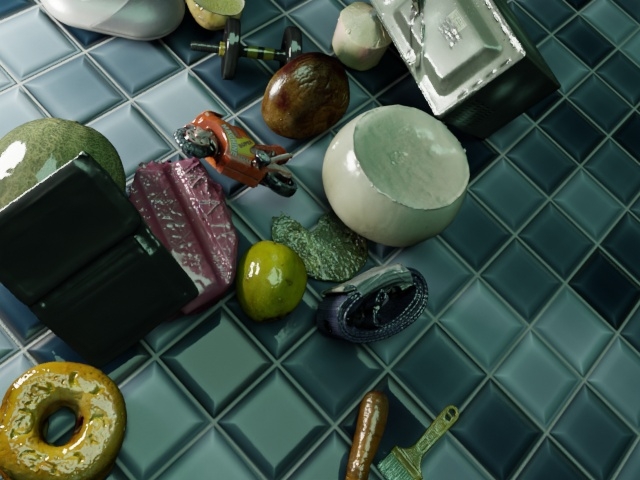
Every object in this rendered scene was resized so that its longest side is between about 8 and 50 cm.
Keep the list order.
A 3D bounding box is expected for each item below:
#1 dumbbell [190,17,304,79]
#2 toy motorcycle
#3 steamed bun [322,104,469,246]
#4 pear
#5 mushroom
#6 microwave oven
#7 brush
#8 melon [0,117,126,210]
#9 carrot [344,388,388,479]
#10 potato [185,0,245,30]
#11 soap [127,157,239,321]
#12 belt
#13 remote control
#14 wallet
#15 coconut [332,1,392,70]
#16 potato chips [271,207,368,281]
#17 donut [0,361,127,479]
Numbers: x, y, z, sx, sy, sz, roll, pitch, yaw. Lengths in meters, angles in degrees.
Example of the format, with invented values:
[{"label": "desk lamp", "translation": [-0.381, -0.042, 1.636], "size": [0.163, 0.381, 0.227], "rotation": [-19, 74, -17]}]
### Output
[{"label": "dumbbell", "translation": [-0.143, -0.447, 1.452], "size": [0.326, 0.143, 0.143], "rotation": [3, 65, -14]}, {"label": "toy motorcycle", "translation": [-0.175, -0.187, 1.290], "size": [0.298, 0.089, 0.171], "rotation": [22, 27, -33]}, {"label": "steamed bun", "translation": [0.160, -0.134, 1.352], "size": [0.325, 0.206, 0.324], "rotation": [8, 62, -16]}, {"label": "pear", "translation": [-0.098, 0.084, 1.212], "size": [0.149, 0.149, 0.162], "rotation": [7, 70, -13]}, {"label": "mushroom", "translation": [-0.023, -0.326, 1.402], "size": [0.231, 0.194, 0.138], "rotation": [-36, 78, -16]}, {"label": "microwave oven", "translation": [0.338, -0.508, 1.484], "size": [0.375, 0.236, 0.431], "rotation": [3, 57, -56]}, {"label": "brush", "translation": [0.209, 0.411, 1.222], "size": [0.218, 0.010, 0.082], "rotation": [-37, 80, -27]}, {"label": "melon", "translation": [-0.493, -0.065, 1.110], "size": [0.249, 0.248, 0.329], "rotation": [16, 79, -8]}, {"label": "carrot", "translation": [0.082, 0.405, 1.167], "size": [0.059, 0.059, 0.247], "rotation": [22, 64, -5]}, {"label": "potato", "translation": [-0.277, -0.588, 1.504], "size": [0.164, 0.081, 0.200], "rotation": [5, 50, -29]}, {"label": "soap", "translation": [-0.278, -0.003, 1.207], "size": [0.220, 0.127, 0.324], "rotation": [-17, 67, -26]}, {"label": "belt", "translation": [0.103, 0.129, 1.264], "size": [0.231, 0.126, 0.139], "rotation": [-23, 97, -25]}, {"label": "remote control", "translation": [-0.489, -0.578, 1.439], "size": [0.332, 0.103, 0.220], "rotation": [9, 65, -13]}, {"label": "wallet", "translation": [-0.385, 0.045, 1.028], "size": [0.247, 0.041, 0.322], "rotation": [-38, 118, -5]}, {"label": "coconut", "translation": [0.111, -0.527, 1.556], "size": [0.147, 0.152, 0.147], "rotation": [5, 66, -12]}, {"label": "potato chips", "translation": [0.001, -0.002, 1.349], "size": [0.220, 0.029, 0.201], "rotation": [-2, 69, -19]}, {"label": "donut", "translation": [-0.437, 0.314, 1.028], "size": [0.227, 0.114, 0.226], "rotation": [7, 63, -14]}]
